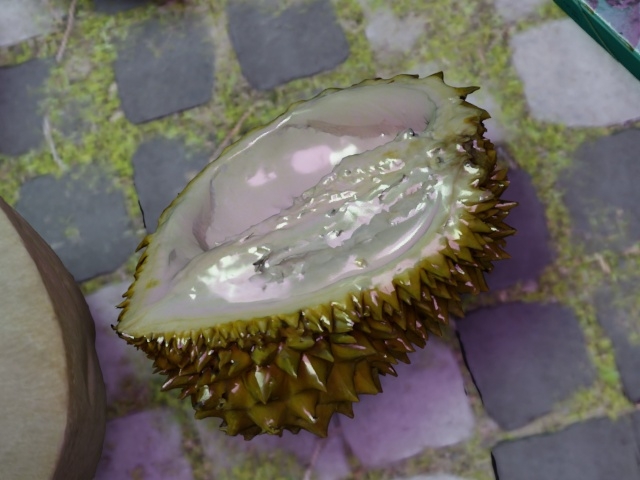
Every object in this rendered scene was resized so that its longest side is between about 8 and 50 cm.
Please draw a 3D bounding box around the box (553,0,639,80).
[{"bbox_3d":[0.278,-0.132,0.861,0.161,0.042,0.226,-43,77,-4],"label":"box"}]

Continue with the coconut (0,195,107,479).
[{"bbox_3d":[-0.258,0.090,0.708,0.329,0.329,0.329,-1,76,4],"label":"coconut"}]

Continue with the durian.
[{"bbox_3d":[0.008,0.010,0.809,0.250,0.183,0.138,-39,113,-9],"label":"durian"}]
